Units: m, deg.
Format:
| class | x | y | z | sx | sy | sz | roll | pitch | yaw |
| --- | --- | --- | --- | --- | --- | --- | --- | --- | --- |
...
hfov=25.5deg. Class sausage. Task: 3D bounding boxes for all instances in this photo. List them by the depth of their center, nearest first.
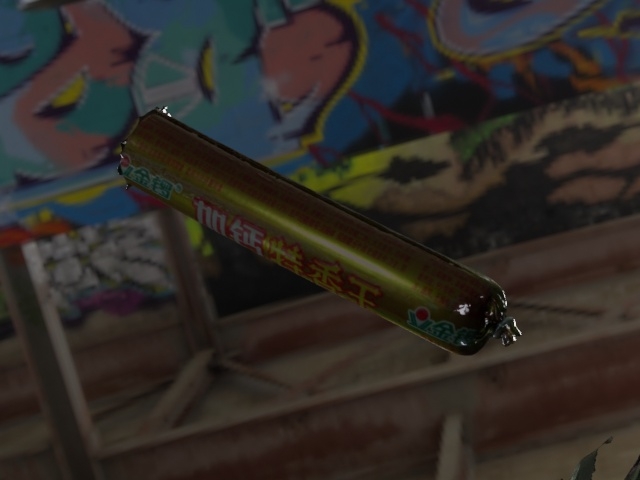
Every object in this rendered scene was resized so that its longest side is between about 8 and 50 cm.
| class | x | y | z | sx | sy | sz | roll | pitch | yaw |
| --- | --- | --- | --- | --- | --- | --- | --- | --- | --- |
| sausage | 0.000 | 0.000 | 1.181 | 0.371 | 0.082 | 0.082 | 28 | -154 | 18 |

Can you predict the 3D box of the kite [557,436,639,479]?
| class | x | y | z | sx | sy | sz | roll | pitch | yaw |
| --- | --- | --- | --- | --- | --- | --- | --- | --- | --- |
| kite | 0.060 | 0.126 | 0.422 | 0.012 | 0.250 | 0.229 | 28 | -119 | 21 |
